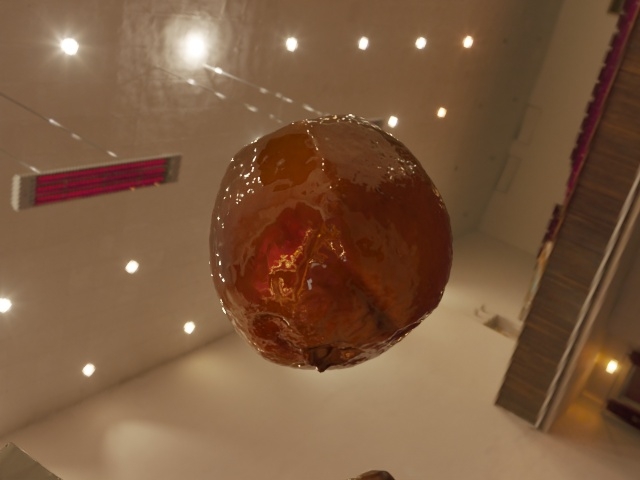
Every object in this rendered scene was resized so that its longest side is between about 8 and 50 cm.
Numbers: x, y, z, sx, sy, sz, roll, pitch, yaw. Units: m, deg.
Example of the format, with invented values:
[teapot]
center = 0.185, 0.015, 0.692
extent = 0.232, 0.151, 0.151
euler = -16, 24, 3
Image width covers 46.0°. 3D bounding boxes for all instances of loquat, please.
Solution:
[loquat]
center = 0.000, 0.000, 0.827
extent = 0.276, 0.283, 0.276
euler = -14, -21, -6

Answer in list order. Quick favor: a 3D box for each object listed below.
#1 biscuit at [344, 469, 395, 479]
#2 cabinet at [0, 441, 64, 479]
[biscuit]
center = -0.041, 0.408, 0.940
extent = 0.291, 0.062, 0.236
euler = -7, -53, -31
[cabinet]
center = -0.221, 0.310, 0.662
extent = 0.206, 0.145, 0.150
euler = 50, -118, -33
